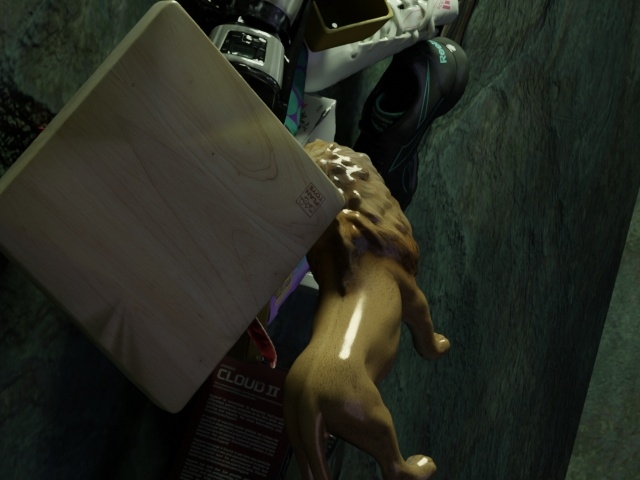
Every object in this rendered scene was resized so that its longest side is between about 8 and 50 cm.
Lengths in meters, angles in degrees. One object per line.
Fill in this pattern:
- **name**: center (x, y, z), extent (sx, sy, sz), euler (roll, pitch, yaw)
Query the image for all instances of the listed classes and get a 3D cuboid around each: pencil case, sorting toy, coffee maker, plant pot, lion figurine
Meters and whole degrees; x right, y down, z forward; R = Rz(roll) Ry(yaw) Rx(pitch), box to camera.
- **pencil case**: center (-0.052, -0.150, 1.936), extent (0.070, 0.064, 0.152), euler (43, 35, -28)
- **sorting toy**: center (-0.149, -0.030, 1.653), extent (0.255, 0.089, 0.257), euler (-51, 120, -18)
- **coffee maker**: center (-0.059, -0.196, 1.846), extent (0.171, 0.120, 0.178), euler (58, 42, -58)
- **plant pot**: center (0.013, -0.239, 1.973), extent (0.081, 0.081, 0.083), euler (-16, 164, -25)
- **lion figurine**: center (0.027, 0.099, 1.793), extent (0.392, 0.142, 0.240), euler (-87, 159, -47)

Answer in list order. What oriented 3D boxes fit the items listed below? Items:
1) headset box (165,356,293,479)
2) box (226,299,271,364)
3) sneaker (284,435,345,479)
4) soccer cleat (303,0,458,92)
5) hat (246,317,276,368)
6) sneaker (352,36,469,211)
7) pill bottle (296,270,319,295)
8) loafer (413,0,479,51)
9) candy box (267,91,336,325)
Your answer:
- **headset box**: center (-0.099, 0.254, 1.936), extent (0.218, 0.110, 0.293), euler (104, 5, -72)
- **box**: center (-0.093, 0.006, 1.857), extent (0.021, 0.164, 0.201), euler (7, 96, -36)
- **sneaker**: center (-0.023, 0.295, 2.247), extent (0.130, 0.109, 0.286), euler (69, 40, -64)
- **soccer cleat**: center (0.068, -0.258, 2.119), extent (0.331, 0.143, 0.116), euler (-49, 144, -50)
- **hat**: center (-0.095, -0.031, 1.779), extent (0.173, 0.183, 0.208), euler (-52, 147, -45)
- **sneaker**: center (0.074, -0.123, 2.235), extent (0.106, 0.101, 0.267), euler (-7, 127, -55)
- **pill bottle**: center (0.000, 0.000, 2.189), extent (0.067, 0.067, 0.120), euler (40, 64, -66)
- **loafer**: center (0.146, -0.305, 2.362), extent (0.084, 0.096, 0.268), euler (-25, 126, -56)
- **candy box**: center (-0.049, -0.038, 2.019), extent (0.165, 0.070, 0.196), euler (-53, 154, -46)
